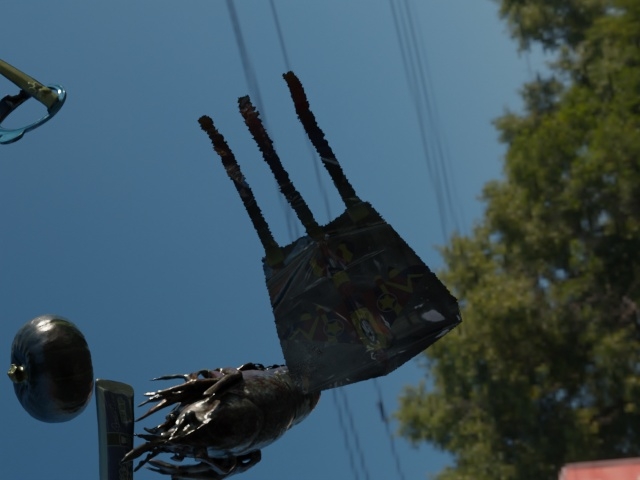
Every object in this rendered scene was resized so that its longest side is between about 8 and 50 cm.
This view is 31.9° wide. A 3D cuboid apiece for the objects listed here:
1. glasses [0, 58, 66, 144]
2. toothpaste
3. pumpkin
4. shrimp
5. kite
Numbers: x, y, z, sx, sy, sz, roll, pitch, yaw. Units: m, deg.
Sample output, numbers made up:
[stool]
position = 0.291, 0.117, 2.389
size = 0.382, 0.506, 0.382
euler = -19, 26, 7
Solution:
[glasses]
position = -0.433, -0.233, 1.437
size = 0.102, 0.239, 0.207
euler = -27, -59, -55
[toothpaste]
position = -0.234, 0.255, 1.282
size = 0.057, 0.035, 0.197
euler = 20, -125, -43
[pumpkin]
position = -0.409, 0.195, 1.704
size = 0.167, 0.125, 0.167
euler = 171, 90, -79
[shrimp]
position = -0.129, 0.243, 1.388
size = 0.372, 0.137, 0.172
euler = -13, -76, -48
[kite]
position = 0.000, 0.000, 0.817
size = 0.245, 0.141, 0.015
euler = 62, -177, -18
